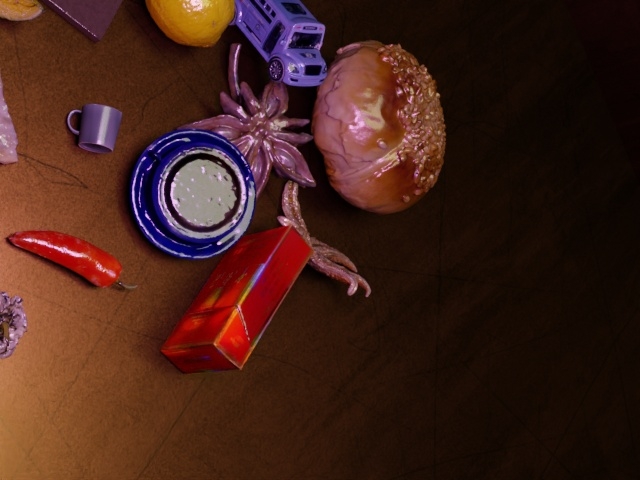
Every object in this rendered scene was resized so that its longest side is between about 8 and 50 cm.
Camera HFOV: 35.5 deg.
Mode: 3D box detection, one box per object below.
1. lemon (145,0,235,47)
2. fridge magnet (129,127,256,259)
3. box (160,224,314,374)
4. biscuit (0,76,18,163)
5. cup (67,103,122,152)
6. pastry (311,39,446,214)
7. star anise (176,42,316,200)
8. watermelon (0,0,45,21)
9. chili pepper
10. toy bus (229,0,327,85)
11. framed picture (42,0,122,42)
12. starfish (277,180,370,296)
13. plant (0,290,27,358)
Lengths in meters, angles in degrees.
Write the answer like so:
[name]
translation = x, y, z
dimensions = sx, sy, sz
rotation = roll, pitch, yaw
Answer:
[lemon]
translation = -0.269, -0.496, 2.051
dimensions = 0.180, 0.180, 0.193
rotation = -28, 80, -41
[fridge magnet]
translation = -0.250, -0.094, 2.003
dimensions = 0.265, 0.112, 0.266
rotation = 0, 89, -24
[box]
translation = -0.167, 0.119, 2.015
dimensions = 0.089, 0.197, 0.313
rotation = 47, 55, -25
[biscuit]
translation = -0.621, -0.255, 1.785
dimensions = 0.133, 0.032, 0.250
rotation = -13, 92, -43
[cup]
translation = -0.438, -0.216, 1.923
dimensions = 0.100, 0.078, 0.077
rotation = 9, 79, -5
[pastry]
translation = 0.148, -0.261, 2.284
dimensions = 0.409, 0.245, 0.410
rotation = 22, 65, -60
[star anise]
translation = -0.143, -0.233, 2.146
dimensions = 0.349, 0.109, 0.292
rotation = 49, 59, -6
[watermelon]
translation = -0.585, -0.472, 1.820
dimensions = 0.181, 0.092, 0.075
rotation = 35, 47, -23
[chili pepper]
translation = -0.452, 0.034, 1.871
dimensions = 0.272, 0.063, 0.071
rotation = 30, 52, -32
[toy bus]
translation = -0.089, -0.461, 2.152
dimensions = 0.125, 0.133, 0.292
rotation = -10, 54, -45
[framed picture]
translation = -0.476, -0.490, 1.961
dimensions = 0.168, 0.023, 0.128
rotation = 37, 61, -31
[starfish]
translation = -0.010, 0.004, 2.211
dimensions = 0.327, 0.094, 0.375
rotation = 58, 11, 17
[plant]
translation = -0.554, 0.145, 1.724
dimensions = 0.104, 0.122, 0.117
rotation = 10, 83, -29
